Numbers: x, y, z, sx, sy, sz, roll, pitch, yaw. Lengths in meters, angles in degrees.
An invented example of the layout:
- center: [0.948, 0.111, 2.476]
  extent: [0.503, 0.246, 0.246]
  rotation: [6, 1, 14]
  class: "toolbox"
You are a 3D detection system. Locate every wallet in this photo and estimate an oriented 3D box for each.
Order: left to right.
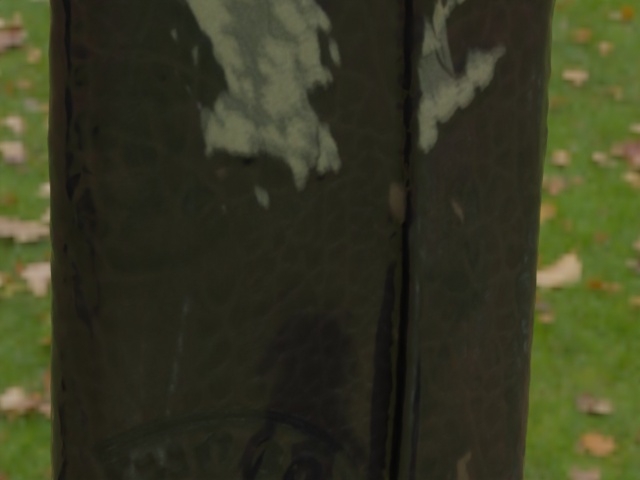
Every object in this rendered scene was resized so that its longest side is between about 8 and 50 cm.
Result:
- center: [0.000, 0.000, 0.583]
  extent: [0.170, 0.321, 0.044]
  rotation: [-9, 23, -28]
  class: "wallet"
